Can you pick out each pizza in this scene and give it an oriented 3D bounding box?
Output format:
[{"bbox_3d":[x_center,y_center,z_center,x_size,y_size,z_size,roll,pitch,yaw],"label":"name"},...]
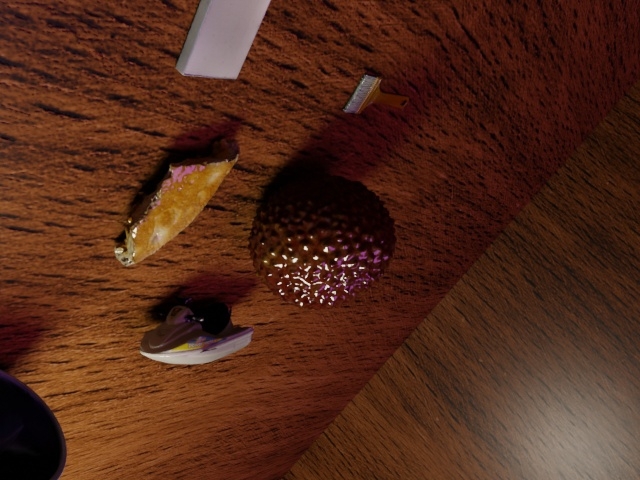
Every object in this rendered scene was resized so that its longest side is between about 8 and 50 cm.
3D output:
[{"bbox_3d":[-0.236,-0.063,1.055,0.271,0.056,0.134,-49,157,13],"label":"pizza"}]

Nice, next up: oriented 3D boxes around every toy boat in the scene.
[{"bbox_3d":[-0.251,0.184,1.334,0.141,0.141,0.269,-48,155,9],"label":"toy boat"}]

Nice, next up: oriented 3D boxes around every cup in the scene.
[{"bbox_3d":[-0.598,0.372,0.947,0.311,0.257,0.331,-47,157,9],"label":"cup"}]

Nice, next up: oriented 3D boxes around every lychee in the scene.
[{"bbox_3d":[0.000,0.000,1.275,0.276,0.304,0.276,-16,110,-53],"label":"lychee"}]

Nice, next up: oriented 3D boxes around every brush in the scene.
[{"bbox_3d":[0.124,-0.284,1.310,0.205,0.011,0.083,-8,136,-53],"label":"brush"}]

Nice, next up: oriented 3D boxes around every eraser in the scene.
[{"bbox_3d":[-0.128,-0.293,0.897,0.104,0.023,0.150,-11,140,-49],"label":"eraser"}]
